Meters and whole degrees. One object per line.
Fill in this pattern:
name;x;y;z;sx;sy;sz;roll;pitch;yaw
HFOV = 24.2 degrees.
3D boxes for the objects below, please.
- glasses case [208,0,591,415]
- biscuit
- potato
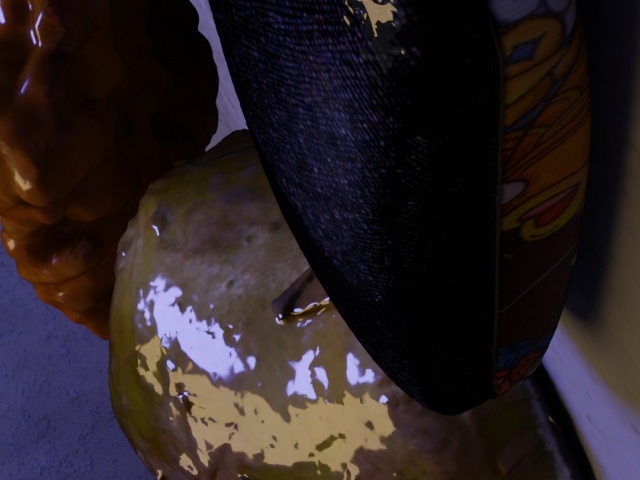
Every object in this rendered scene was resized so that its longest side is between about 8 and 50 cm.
glasses case;0.022;-0.037;0.447;0.122;0.082;0.321;57;173;22
biscuit;-0.143;-0.114;0.927;0.312;0.111;0.318;69;-164;-59
potato;-0.006;0.084;0.802;0.246;0.196;0.299;62;173;-35
